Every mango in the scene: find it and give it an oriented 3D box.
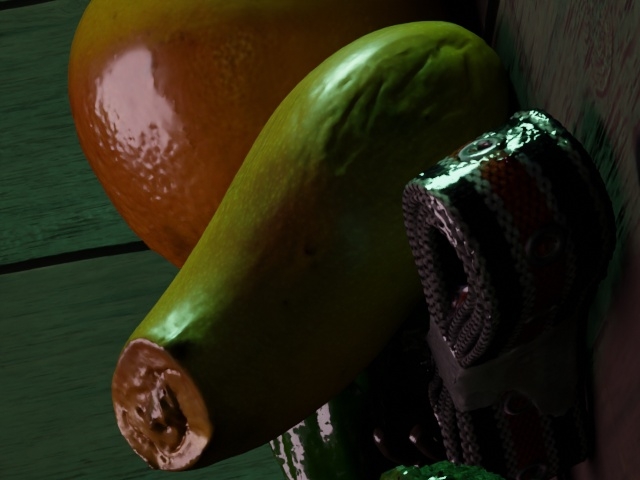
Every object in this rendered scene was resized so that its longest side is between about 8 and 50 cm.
[{"bbox_3d":[0.000,0.003,1.175,0.144,0.359,0.187,32,167,24],"label":"mango"}]

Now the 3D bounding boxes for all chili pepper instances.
[{"bbox_3d":[0.047,0.067,1.589,0.167,0.213,0.384,163,102,-76],"label":"chili pepper"}]

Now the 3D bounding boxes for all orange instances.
[{"bbox_3d":[-0.040,-0.113,1.391,0.312,0.312,0.312,169,90,-88],"label":"orange"}]

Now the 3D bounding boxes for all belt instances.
[{"bbox_3d":[0.108,0.047,1.057,0.359,0.094,0.126,81,166,-65],"label":"belt"}]

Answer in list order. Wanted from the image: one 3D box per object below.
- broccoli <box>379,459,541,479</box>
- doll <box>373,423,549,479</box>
[{"bbox_3d":[0.068,0.231,0.829,0.254,0.269,0.269,-143,41,-77],"label":"broccoli"},{"bbox_3d":[0.118,0.160,1.295,0.165,0.057,0.139,58,-137,-18],"label":"doll"}]
